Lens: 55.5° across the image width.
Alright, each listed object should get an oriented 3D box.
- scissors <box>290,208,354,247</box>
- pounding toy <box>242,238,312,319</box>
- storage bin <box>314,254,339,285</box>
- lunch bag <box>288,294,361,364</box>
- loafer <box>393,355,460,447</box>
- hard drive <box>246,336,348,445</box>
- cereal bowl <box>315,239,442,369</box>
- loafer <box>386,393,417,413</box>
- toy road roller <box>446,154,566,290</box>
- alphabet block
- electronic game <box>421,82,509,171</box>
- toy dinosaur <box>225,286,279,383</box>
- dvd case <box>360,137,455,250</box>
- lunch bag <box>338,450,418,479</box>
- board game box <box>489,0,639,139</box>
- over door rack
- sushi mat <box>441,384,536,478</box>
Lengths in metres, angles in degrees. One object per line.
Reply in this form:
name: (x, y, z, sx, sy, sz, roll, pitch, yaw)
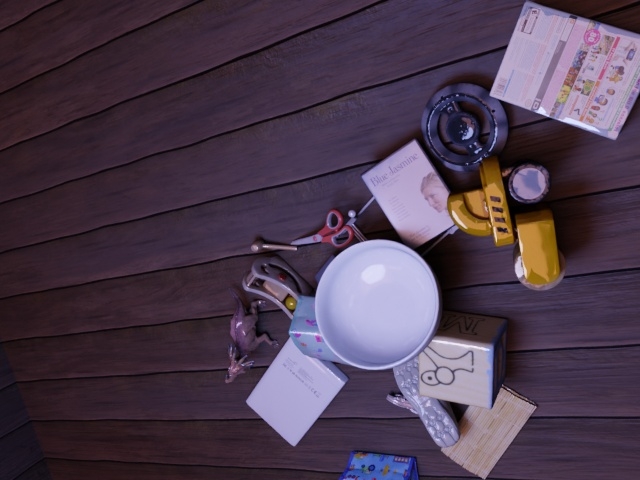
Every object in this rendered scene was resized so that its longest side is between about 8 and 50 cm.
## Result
scissors: (0.000, 0.000, 1.801, 0.297, 0.021, 0.109, -35, 83, 51)
pounding toy: (-0.134, 0.103, 1.887, 0.269, 0.154, 0.155, 43, 120, 10)
storage bin: (0.050, 0.110, 1.835, 0.135, 0.098, 0.091, -51, 51, 31)
lunch bag: (0.047, 0.287, 1.825, 0.223, 0.160, 0.262, 4, 146, 17)
loafer: (0.306, 0.451, 1.786, 0.112, 0.111, 0.320, -28, 73, 9)
hard drive: (-0.085, 0.505, 2.049, 0.233, 0.047, 0.353, 40, 119, 12)
cereal bowl: (0.165, 0.172, 1.604, 0.338, 0.141, 0.339, -7, 75, 26)
loafer: (0.265, 0.493, 1.864, 0.125, 0.045, 0.039, 22, 98, 14)
toy road roller: (0.444, -0.042, 1.478, 0.240, 0.202, 0.330, -11, 97, 18)
alphabet block: (0.388, 0.316, 1.651, 0.197, 0.193, 0.193, 6, 107, 27)
electronic game: (0.366, -0.288, 1.557, 0.229, 0.048, 0.229, 14, 118, 27)
toy dinosaur: (-0.255, 0.306, 1.988, 0.127, 0.200, 0.296, -7, 102, 30)
dvd case: (0.246, -0.119, 1.611, 0.180, 0.022, 0.253, -34, 86, 18)
lunch bag: (0.214, 0.845, 1.966, 0.220, 0.138, 0.293, -4, 116, 28)
board game box: (0.576, -0.390, 1.386, 0.303, 0.097, 0.224, 27, 117, 20)
over door rack: (0.206, -0.034, 1.690, 0.239, 0.108, 0.324, 48, 121, 7)
sushi mat: (0.483, 0.550, 1.773, 0.151, 0.019, 0.317, 31, 118, 15)
